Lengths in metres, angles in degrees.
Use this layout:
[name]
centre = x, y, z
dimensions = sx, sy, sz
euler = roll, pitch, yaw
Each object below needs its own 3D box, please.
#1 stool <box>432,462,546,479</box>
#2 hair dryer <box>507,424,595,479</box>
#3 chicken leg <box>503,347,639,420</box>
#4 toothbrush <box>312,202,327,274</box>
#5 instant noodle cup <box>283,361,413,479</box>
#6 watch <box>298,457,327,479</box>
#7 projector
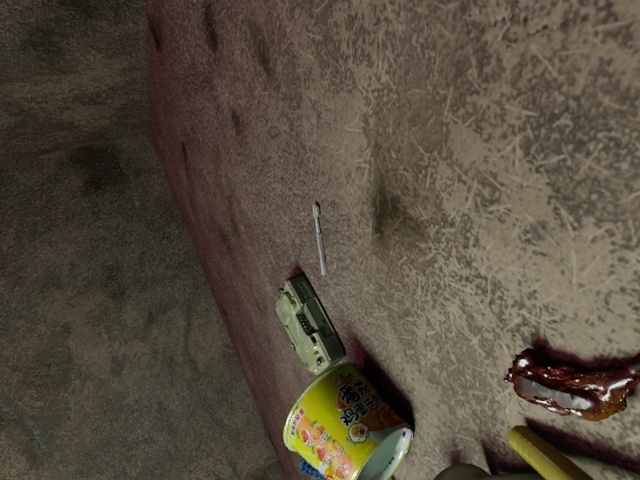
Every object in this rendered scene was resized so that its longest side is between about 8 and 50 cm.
[stool]
centre = 0.276, 0.465, 0.649
dimensions = 0.198, 0.195, 0.195
euler = -27, 84, 64
[hair dryer]
centre = 0.337, 0.306, 0.523
dimensions = 0.278, 0.134, 0.090
euler = -150, 43, -78
[chicken leg]
centre = 0.312, 0.178, 0.531
dimensions = 0.090, 0.048, 0.219
euler = 66, 155, 1
[toothbrush]
centre = -0.001, -0.001, 1.069
dimensions = 0.017, 0.014, 0.195
euler = 33, 137, 51
[instant noodle cup]
centre = 0.072, 0.450, 1.001
dimensions = 0.200, 0.264, 0.265
euler = 34, 138, 41
[watch]
centre = 0.115, 0.641, 1.059
dimensions = 0.274, 0.068, 0.276
euler = 31, 174, -39
[projector]
centre = -0.045, 0.253, 1.263
dimensions = 0.270, 0.088, 0.194
euler = 60, 151, 19
